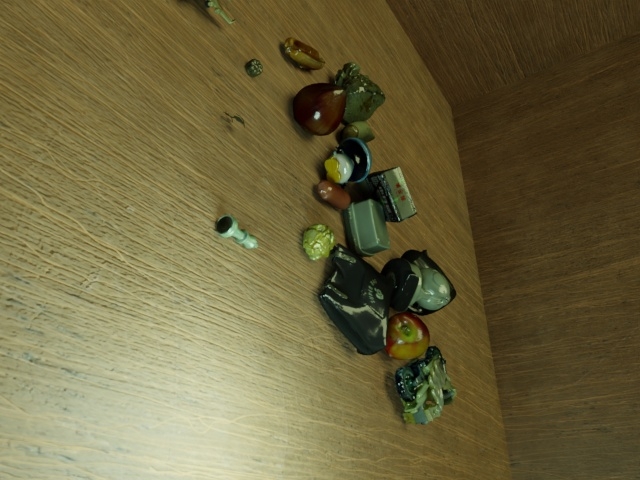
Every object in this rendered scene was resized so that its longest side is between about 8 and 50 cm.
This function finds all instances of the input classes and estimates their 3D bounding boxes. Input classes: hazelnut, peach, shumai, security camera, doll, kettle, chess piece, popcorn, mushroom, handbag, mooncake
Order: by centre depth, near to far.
[{"bbox_3d":[-0.211,-0.014,1.406,0.149,0.059,0.059,38,43,-54],"label":"chess piece"},{"bbox_3d":[-0.236,-0.454,1.623,0.150,0.057,0.347,23,48,-39],"label":"mooncake"},{"bbox_3d":[0.000,0.000,1.713,0.116,0.106,0.120,62,29,1],"label":"popcorn"},{"bbox_3d":[0.120,0.178,1.796,0.288,0.152,0.342,42,38,-25],"label":"handbag"},{"bbox_3d":[0.009,-0.482,1.902,0.208,0.208,0.208,37,43,-46],"label":"hazelnut"},{"bbox_3d":[0.320,0.365,1.996,0.197,0.197,0.198,37,43,-46],"label":"peach"},{"bbox_3d":[0.109,-0.302,2.042,0.314,0.140,0.177,-34,120,-57],"label":"doll"},{"bbox_3d":[0.388,0.183,2.101,0.277,0.197,0.191,12,18,-23],"label":"security camera"},{"bbox_3d":[0.170,-0.465,2.289,0.087,0.107,0.333,40,28,11],"label":"mushroom"},{"bbox_3d":[0.137,-0.639,2.294,0.255,0.189,0.218,-5,57,-54],"label":"shumai"},{"bbox_3d":[0.423,0.173,2.313,0.271,0.250,0.207,60,0,-8],"label":"kettle"}]

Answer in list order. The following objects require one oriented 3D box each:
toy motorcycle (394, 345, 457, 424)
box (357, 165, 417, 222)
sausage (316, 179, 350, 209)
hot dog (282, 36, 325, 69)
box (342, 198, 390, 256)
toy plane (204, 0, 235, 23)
[{"bbox_3d":[0.411,0.562,2.059,0.410,0.168,0.237,-9,76,-56],"label":"toy motorcycle"},{"bbox_3d":[0.258,-0.178,2.109,0.198,0.084,0.310,68,-12,-7],"label":"box"},{"bbox_3d":[0.049,-0.166,1.929,0.194,0.077,0.077,25,53,-56],"label":"sausage"},{"bbox_3d":[-0.063,-0.713,2.053,0.104,0.076,0.250,55,23,11],"label":"hot dog"},{"bbox_3d":[0.175,-0.048,2.021,0.148,0.129,0.210,14,63,-56],"label":"box"},{"bbox_3d":[-0.336,-0.744,1.562,0.229,0.092,0.244,62,31,-22],"label":"toy plane"}]
